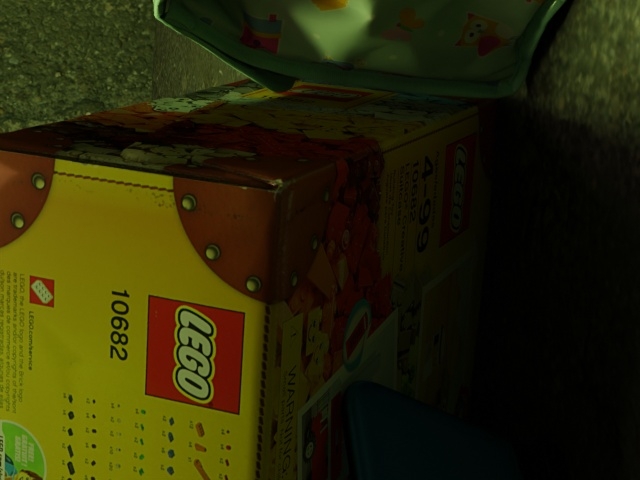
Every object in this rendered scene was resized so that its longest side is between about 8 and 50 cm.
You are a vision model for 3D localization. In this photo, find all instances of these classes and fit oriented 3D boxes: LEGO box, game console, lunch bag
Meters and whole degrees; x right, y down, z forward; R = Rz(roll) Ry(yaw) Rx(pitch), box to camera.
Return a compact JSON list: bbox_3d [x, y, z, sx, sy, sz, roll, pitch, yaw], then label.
[{"bbox_3d":[-0.046,0.162,0.898,0.372,0.193,0.500,-28,-55,-64],"label":"LEGO box"},{"bbox_3d":[0.073,0.261,0.786,0.250,0.173,0.293,117,152,-51],"label":"game console"},{"bbox_3d":[0.008,-0.216,0.894,0.160,0.262,0.223,110,156,-54],"label":"lunch bag"}]
